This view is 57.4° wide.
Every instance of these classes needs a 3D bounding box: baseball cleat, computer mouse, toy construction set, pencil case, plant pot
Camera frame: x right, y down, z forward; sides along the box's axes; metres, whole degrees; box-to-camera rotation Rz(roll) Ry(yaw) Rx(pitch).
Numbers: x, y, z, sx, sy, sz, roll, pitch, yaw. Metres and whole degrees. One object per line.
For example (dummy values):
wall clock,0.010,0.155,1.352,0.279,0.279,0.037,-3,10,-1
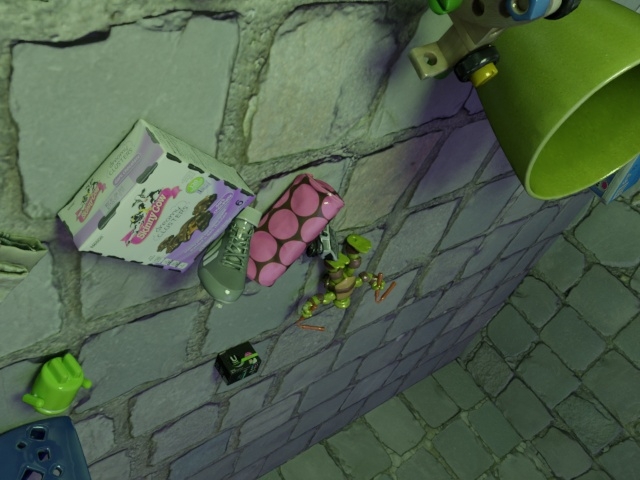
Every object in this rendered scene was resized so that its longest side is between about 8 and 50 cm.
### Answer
baseball cleat,-0.131,0.006,0.863,0.072,0.206,0.109,24,112,-20
computer mouse,0.000,0.000,1.115,0.042,0.106,0.193,-8,163,10
toy construction set,0.192,-0.343,0.724,0.309,0.257,0.237,-54,179,-23
pencil case,-0.059,-0.021,0.989,0.209,0.098,0.095,-46,169,8
plant pot,0.339,-0.259,0.871,0.274,0.293,0.275,-21,150,-13
plant pot,-0.544,0.468,0.993,0.212,0.236,0.236,14,123,-50

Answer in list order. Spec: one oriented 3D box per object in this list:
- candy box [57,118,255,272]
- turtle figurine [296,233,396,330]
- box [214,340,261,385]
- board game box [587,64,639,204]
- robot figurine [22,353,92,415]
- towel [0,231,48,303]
candy box,-0.208,-0.047,0.773,0.165,0.070,0.196,-45,154,12
turtle figurine,0.061,0.085,1.316,0.269,0.087,0.217,-18,141,-20
box,-0.188,0.280,1.330,0.083,0.062,0.052,-18,146,-36
board game box,0.479,-0.264,1.054,0.086,0.302,0.308,-33,154,-12
robot figurine,-0.427,0.236,0.945,0.115,0.067,0.101,-53,163,27
towel,-0.509,0.095,0.629,0.324,0.056,0.312,-46,153,13
